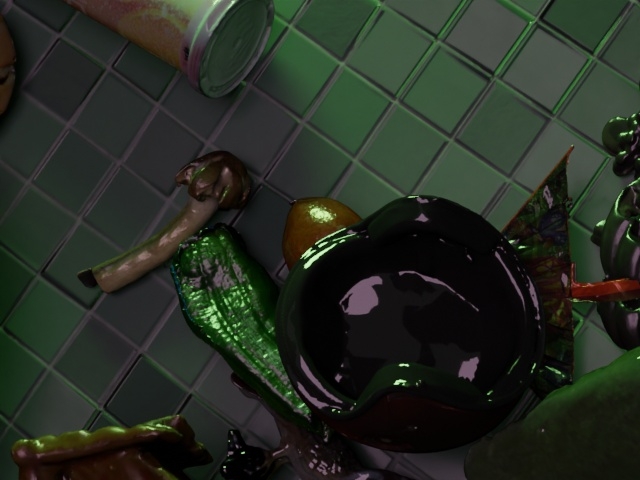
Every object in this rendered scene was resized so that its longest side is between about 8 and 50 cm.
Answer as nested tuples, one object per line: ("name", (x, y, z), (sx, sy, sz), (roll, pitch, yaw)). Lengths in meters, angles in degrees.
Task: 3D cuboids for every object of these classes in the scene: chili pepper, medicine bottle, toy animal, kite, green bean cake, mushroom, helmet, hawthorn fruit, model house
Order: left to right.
("medicine bottle", (-0.241, -0.273, 1.777), (0.426, 0.108, 0.108), (31, 90, 21))
("model house", (-0.138, 0.248, 1.594), (0.229, 0.199, 0.219), (41, 97, 20))
("mushroom", (-0.141, -0.010, 1.722), (0.187, 0.061, 0.060), (-40, 77, 11))
("chili pepper", (-0.048, 0.083, 1.666), (0.098, 0.061, 0.224), (-26, 68, -34))
("toy animal", (-0.004, 0.183, 1.639), (0.202, 0.070, 0.105), (17, 67, 23))
("hawthorn fruit", (0.000, 0.000, 1.666), (0.081, 0.081, 0.093), (-44, 57, 5))
("helmet", (0.073, 0.075, 1.558), (0.216, 0.193, 0.189), (3, 66, 7))
("kite", (0.181, 0.039, 1.603), (0.189, 0.009, 0.232), (-3, 93, 36))
("green bean cake", (0.248, 0.206, 1.491), (0.227, 0.125, 0.222), (-33, 73, 39))

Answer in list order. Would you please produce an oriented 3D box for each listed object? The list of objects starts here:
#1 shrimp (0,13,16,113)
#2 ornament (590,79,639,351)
("shrimp", (-0.388, -0.115, 1.816), (0.267, 0.061, 0.145), (-44, 81, 3))
("ornament", (0.309, -0.004, 1.563), (0.260, 0.106, 0.251), (29, 101, 32))
